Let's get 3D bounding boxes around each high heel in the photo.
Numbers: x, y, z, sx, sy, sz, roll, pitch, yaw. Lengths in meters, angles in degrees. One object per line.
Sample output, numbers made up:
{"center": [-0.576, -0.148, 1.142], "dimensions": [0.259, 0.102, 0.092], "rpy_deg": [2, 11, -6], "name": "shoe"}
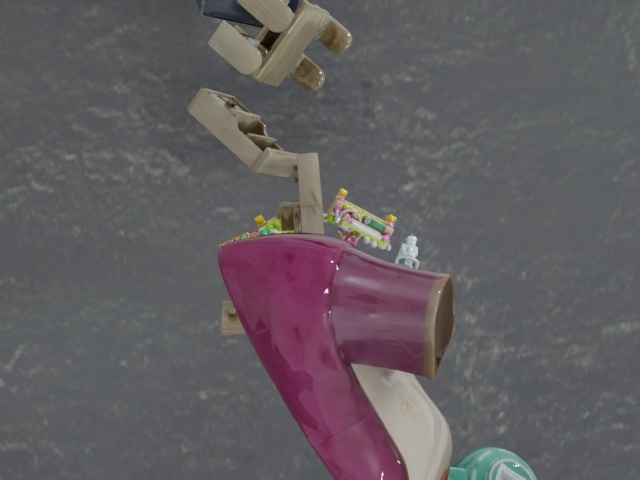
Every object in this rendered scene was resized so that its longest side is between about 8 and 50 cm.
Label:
{"center": [0.014, 0.154, 0.996], "dimensions": [0.181, 0.377, 0.127], "rpy_deg": [12, 34, 18], "name": "high heel"}

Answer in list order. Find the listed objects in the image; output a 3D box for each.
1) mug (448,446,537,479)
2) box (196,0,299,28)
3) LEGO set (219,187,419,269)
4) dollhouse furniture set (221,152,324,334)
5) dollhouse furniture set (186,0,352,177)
{"center": [0.211, 0.336, 1.529], "dimensions": [0.157, 0.097, 0.130], "rpy_deg": [-8, 67, -36], "name": "mug"}
{"center": [-0.123, -0.432, 1.931], "dimensions": [0.153, 0.108, 0.207], "rpy_deg": [9, 26, -19], "name": "box"}
{"center": [0.000, 0.000, 1.665], "dimensions": [0.286, 0.132, 0.107], "rpy_deg": [6, 16, -2], "name": "LEGO set"}
{"center": [-0.058, 0.003, 1.360], "dimensions": [0.123, 0.151, 0.144], "rpy_deg": [-4, 35, -1], "name": "dollhouse furniture set"}
{"center": [-0.059, -0.240, 1.785], "dimensions": [0.161, 0.212, 0.242], "rpy_deg": [43, 106, 20], "name": "dollhouse furniture set"}
